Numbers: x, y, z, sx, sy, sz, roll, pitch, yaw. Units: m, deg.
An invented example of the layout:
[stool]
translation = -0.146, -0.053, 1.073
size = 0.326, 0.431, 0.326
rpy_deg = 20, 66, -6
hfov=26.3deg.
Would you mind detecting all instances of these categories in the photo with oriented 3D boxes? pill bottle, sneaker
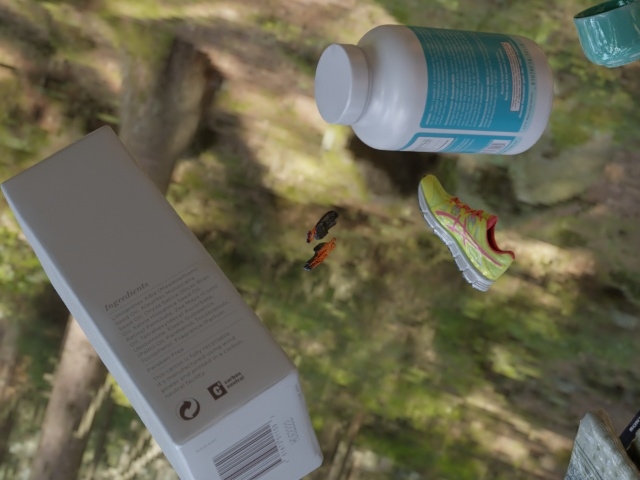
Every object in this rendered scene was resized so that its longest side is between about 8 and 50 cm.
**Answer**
[pill bottle]
translation = 0.130, -0.176, 1.601
size = 0.264, 0.146, 0.146
rpy_deg = 1, -162, -28
[sneaker]
translation = 0.235, -0.027, 2.178
size = 0.208, 0.094, 0.081
rpy_deg = 55, -157, 7

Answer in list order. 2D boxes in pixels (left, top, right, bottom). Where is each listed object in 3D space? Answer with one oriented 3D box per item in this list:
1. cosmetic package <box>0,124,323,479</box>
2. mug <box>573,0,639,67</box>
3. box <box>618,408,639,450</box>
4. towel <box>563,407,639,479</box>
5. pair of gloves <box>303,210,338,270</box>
[cosmetic package]
translation = -0.193, 0.098, 1.651
size = 0.453, 0.161, 0.230
rpy_deg = 49, 164, 33
[mug]
translation = 0.511, -0.351, 2.286
size = 0.158, 0.097, 0.129
rpy_deg = -14, -166, 23
[box]
translation = 0.445, 0.314, 1.803
size = 0.029, 0.116, 0.162
rpy_deg = 27, -168, -40
[towel]
translation = 0.348, 0.366, 1.418
size = 0.056, 0.312, 0.324
rpy_deg = -19, -127, -18
[pair of gloves]
translation = 0.000, 0.000, 1.906
size = 0.010, 0.083, 0.074
rpy_deg = 25, -137, 23
